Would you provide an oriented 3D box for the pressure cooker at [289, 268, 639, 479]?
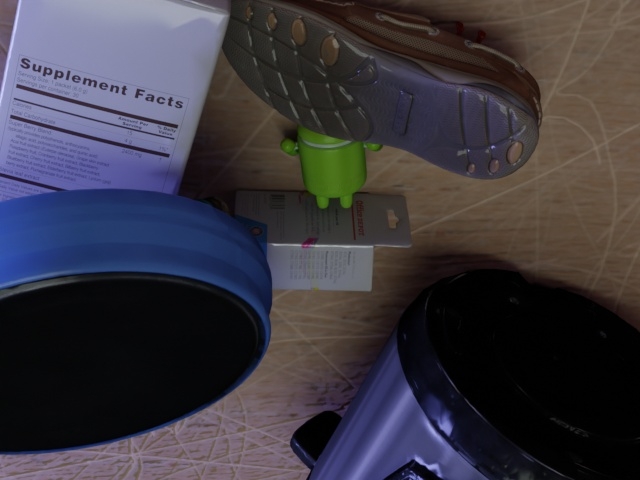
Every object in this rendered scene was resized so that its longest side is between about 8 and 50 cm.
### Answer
[{"bbox_3d":[0.178,0.291,1.344,0.376,0.369,0.420,14,124,-22],"label":"pressure cooker"}]

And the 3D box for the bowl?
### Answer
[{"bbox_3d":[-0.231,0.093,1.161,0.391,0.077,0.391,-11,150,-7],"label":"bowl"}]

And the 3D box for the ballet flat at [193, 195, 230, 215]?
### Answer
[{"bbox_3d":[-0.189,0.079,1.351,0.123,0.123,0.348,39,118,-24],"label":"ballet flat"}]

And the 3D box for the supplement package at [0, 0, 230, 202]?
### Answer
[{"bbox_3d":[-0.201,-0.141,1.159,0.175,0.177,0.293,14,122,-12],"label":"supplement package"}]

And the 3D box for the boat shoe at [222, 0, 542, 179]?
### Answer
[{"bbox_3d":[0.058,-0.162,1.190,0.324,0.116,0.123,25,133,7],"label":"boat shoe"}]

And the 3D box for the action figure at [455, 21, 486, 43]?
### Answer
[{"bbox_3d":[0.129,-0.159,1.243,0.038,0.030,0.115,18,119,-8],"label":"action figure"}]

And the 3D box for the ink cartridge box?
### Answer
[{"bbox_3d":[0.000,0.000,1.301,0.181,0.104,0.061,1,124,-2],"label":"ink cartridge box"}]

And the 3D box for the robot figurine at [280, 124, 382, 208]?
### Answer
[{"bbox_3d":[0.012,-0.090,1.264,0.101,0.067,0.115,-1,124,9],"label":"robot figurine"}]
